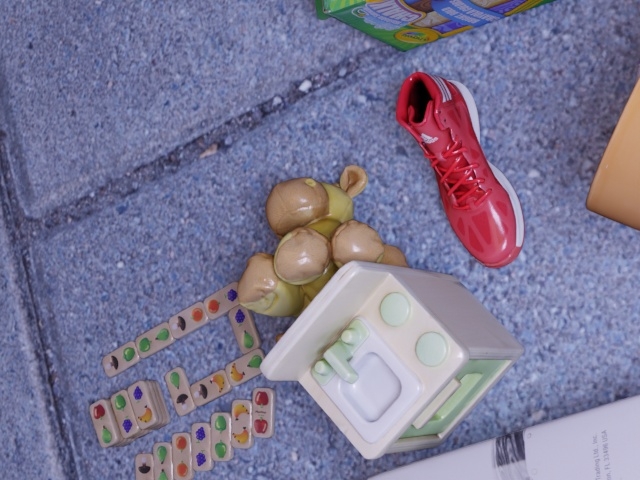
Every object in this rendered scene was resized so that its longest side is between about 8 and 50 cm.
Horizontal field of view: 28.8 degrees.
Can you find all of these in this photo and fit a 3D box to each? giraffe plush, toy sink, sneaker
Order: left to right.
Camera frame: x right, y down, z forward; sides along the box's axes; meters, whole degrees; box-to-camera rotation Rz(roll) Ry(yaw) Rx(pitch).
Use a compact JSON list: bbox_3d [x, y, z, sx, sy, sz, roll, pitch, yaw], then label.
[{"bbox_3d":[0.000,0.000,1.370,0.181,0.210,0.170,-13,59,5],"label":"giraffe plush"},{"bbox_3d":[0.080,0.124,1.258,0.153,0.234,0.131,-51,62,16],"label":"toy sink"},{"bbox_3d":[0.133,-0.076,1.308,0.087,0.128,0.221,-31,70,25],"label":"sneaker"}]

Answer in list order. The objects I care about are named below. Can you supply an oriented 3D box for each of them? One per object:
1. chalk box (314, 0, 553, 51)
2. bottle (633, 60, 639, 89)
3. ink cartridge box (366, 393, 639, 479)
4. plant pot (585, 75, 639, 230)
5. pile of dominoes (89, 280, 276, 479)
[{"bbox_3d":[0.103,-0.321,1.324,0.289,0.179,0.180,-15,77,29],"label":"chalk box"},{"bbox_3d":[0.364,-0.152,1.197,0.118,0.092,0.283,11,91,33],"label":"bottle"},{"bbox_3d":[0.239,0.319,1.117,0.395,0.166,0.285,-23,48,30],"label":"ink cartridge box"},{"bbox_3d":[0.368,-0.110,0.994,0.203,0.291,0.291,28,100,15],"label":"plant pot"},{"bbox_3d":[-0.171,0.188,1.516,0.251,0.040,0.196,-30,70,26],"label":"pile of dominoes"}]
